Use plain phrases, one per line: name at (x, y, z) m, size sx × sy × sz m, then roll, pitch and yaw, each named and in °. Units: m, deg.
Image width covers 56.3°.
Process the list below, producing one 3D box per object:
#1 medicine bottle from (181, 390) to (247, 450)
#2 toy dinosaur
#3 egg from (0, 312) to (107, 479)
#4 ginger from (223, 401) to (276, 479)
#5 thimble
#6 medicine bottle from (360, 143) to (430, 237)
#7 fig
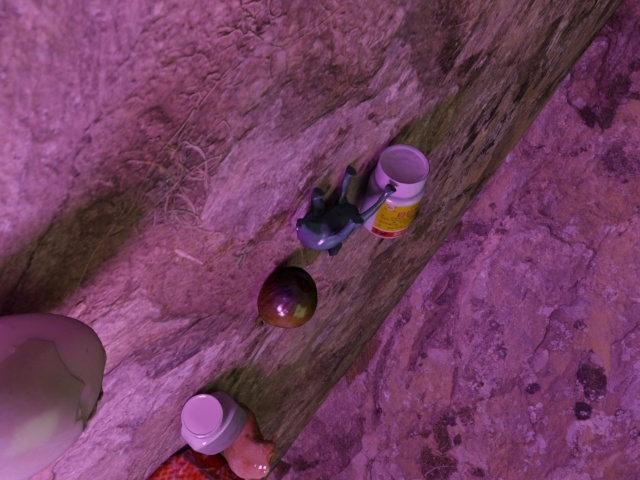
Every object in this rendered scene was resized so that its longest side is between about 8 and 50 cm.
medicine bottle at (-0.290, 0.491, 1.612) m, size 0.161 × 0.111 × 0.296 m, roll -47°, pitch 164°, yaw -15°
toy dinosaur at (0.000, 0.000, 1.364) m, size 0.383 × 0.129 × 0.331 m, roll -30°, pitch 163°, yaw -45°
egg at (-0.352, 0.174, 0.692) m, size 0.217 × 0.183 × 0.183 m, roll -44°, pitch 163°, yaw -43°
ginger at (-0.222, 0.605, 1.794) m, size 0.152 × 0.267 × 0.138 m, roll -30°, pitch 140°, yaw -16°
thimble at (-0.395, 0.790, 1.770) m, size 0.350 × 0.230 × 0.350 m, roll -45°, pitch 164°, yaw -17°
medicine bottle at (0.181, -0.116, 1.467) m, size 0.139 × 0.139 × 0.225 m, roll -41°, pitch 160°, yaw -28°
fig at (-0.107, 0.157, 1.413) m, size 0.149 × 0.149 × 0.245 m, roll -30°, pitch 173°, yaw -47°
